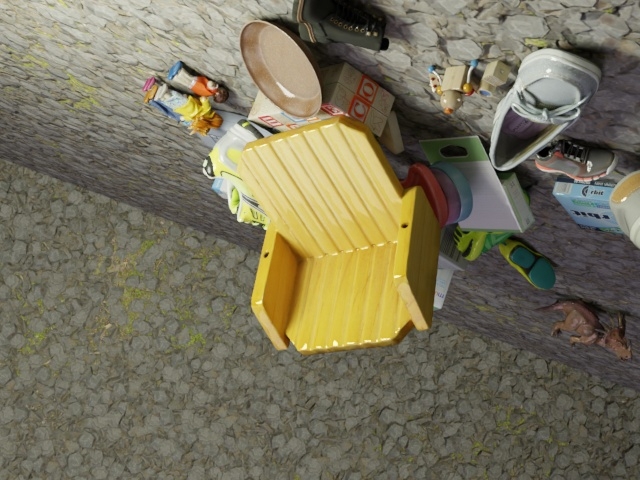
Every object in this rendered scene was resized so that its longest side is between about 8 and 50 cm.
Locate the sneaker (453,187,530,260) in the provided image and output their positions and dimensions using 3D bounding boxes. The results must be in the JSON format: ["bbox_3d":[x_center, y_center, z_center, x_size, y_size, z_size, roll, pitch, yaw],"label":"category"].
[{"bbox_3d":[0.396,-0.056,1.810,0.109,0.123,0.295,57,157,12],"label":"sneaker"}]

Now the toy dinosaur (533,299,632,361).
[{"bbox_3d":[0.812,0.246,2.435,0.296,0.127,0.200,33,161,-1],"label":"toy dinosaur"}]

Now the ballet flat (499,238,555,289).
[{"bbox_3d":[0.549,0.056,2.134,0.231,0.077,0.077,34,-176,-39],"label":"ballet flat"}]

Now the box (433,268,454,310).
[{"bbox_3d":[0.227,0.037,2.170,0.262,0.231,0.127,23,168,-11],"label":"box"}]

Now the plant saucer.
[{"bbox_3d":[-0.062,-0.306,1.409,0.198,0.036,0.198,36,152,23],"label":"plant saucer"}]

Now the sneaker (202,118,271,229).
[{"bbox_3d":[-0.116,-0.081,1.733,0.384,0.147,0.145,55,174,-31],"label":"sneaker"}]

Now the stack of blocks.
[{"bbox_3d":[0.010,-0.249,1.571,0.171,0.087,0.297,27,167,-32],"label":"stack of blocks"}]

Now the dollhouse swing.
[{"bbox_3d":[0.000,0.000,1.493,0.347,0.315,0.305,-11,143,31],"label":"dollhouse swing"}]

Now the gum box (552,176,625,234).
[{"bbox_3d":[0.568,-0.064,1.586,0.157,0.041,0.184,11,166,38],"label":"gum box"}]

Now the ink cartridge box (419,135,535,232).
[{"bbox_3d":[0.320,-0.123,1.641,0.171,0.056,0.235,4,128,53],"label":"ink cartridge box"}]

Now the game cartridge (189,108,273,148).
[{"bbox_3d":[-0.173,-0.249,1.984,0.294,0.060,0.196,17,172,17],"label":"game cartridge"}]

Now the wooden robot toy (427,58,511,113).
[{"bbox_3d":[0.228,-0.235,1.283,0.076,0.079,0.173,29,166,-36],"label":"wooden robot toy"}]

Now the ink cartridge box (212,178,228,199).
[{"bbox_3d":[-0.231,-0.164,2.382,0.143,0.090,0.092,17,168,21],"label":"ink cartridge box"}]

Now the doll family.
[{"bbox_3d":[-0.308,-0.298,1.815,0.163,0.118,0.263,26,167,-28],"label":"doll family"}]

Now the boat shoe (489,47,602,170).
[{"bbox_3d":[0.332,-0.195,1.227,0.118,0.103,0.320,21,169,-2],"label":"boat shoe"}]

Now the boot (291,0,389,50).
[{"bbox_3d":[0.035,-0.339,1.186,0.137,0.076,0.198,14,-179,7],"label":"boot"}]

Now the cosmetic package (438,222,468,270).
[{"bbox_3d":[0.273,-0.024,2.003,0.151,0.151,0.184,30,165,-36],"label":"cosmetic package"}]

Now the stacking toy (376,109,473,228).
[{"bbox_3d":[0.186,-0.139,1.678,0.279,0.130,0.309,65,156,-3],"label":"stacking toy"}]

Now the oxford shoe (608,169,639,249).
[{"bbox_3d":[0.641,-0.026,1.460,0.449,0.169,0.130,23,-148,-53],"label":"oxford shoe"}]

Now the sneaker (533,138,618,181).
[{"bbox_3d":[0.436,-0.146,1.395,0.158,0.061,0.065,8,157,44],"label":"sneaker"}]
